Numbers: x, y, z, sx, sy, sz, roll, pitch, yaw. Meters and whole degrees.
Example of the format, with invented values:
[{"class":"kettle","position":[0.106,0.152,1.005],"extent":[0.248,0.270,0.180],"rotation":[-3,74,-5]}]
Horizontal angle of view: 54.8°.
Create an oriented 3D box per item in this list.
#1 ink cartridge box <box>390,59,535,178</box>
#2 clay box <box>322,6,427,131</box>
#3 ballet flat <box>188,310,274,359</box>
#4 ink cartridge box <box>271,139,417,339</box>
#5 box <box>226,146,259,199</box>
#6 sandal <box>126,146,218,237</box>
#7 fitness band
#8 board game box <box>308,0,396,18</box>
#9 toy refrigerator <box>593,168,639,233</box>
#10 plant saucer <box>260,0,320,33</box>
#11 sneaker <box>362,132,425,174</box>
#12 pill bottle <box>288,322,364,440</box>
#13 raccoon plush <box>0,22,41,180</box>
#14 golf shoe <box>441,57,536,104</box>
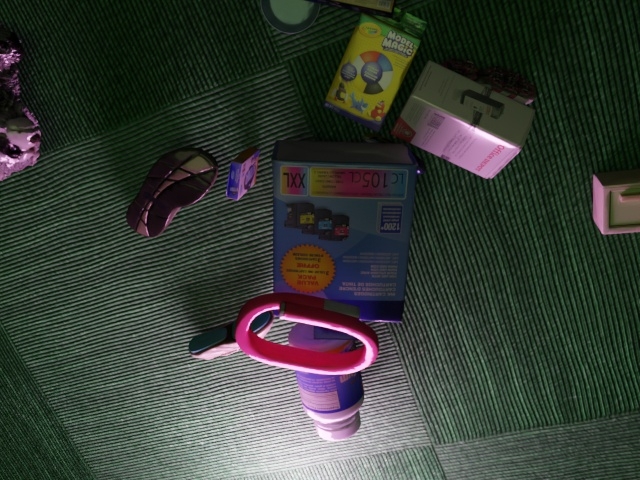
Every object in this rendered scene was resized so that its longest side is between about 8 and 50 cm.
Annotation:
[{"class":"ink cartridge box","position":[0.262,-0.220,1.156],"extent":[0.217,0.158,0.092],"rotation":[27,73,0]},{"class":"clay box","position":[0.105,-0.340,1.199],"extent":[0.127,0.053,0.222],"rotation":[25,116,1]},{"class":"ballet flat","position":[-0.204,0.236,1.503],"extent":[0.248,0.086,0.086],"rotation":[-20,108,20]},{"class":"ink cartridge box","position":[0.040,0.010,1.238],"extent":[0.269,0.151,0.396],"rotation":[2,116,1]},{"class":"box","position":[-0.163,-0.140,1.292],"extent":[0.028,0.136,0.081],"rotation":[13,115,5]},{"class":"sandal","position":[-0.335,-0.116,1.373],"extent":[0.120,0.086,0.302],"rotation":[44,129,-15]},{"class":"fitness band","position":[-0.026,0.193,1.233],"extent":[0.290,0.054,0.209],"rotation":[14,136,-10]},{"class":"board game box","position":[0.031,-0.514,1.121],"extent":[0.243,0.042,0.165],"rotation":[14,98,6]},{"class":"toy refrigerator","position":[0.672,-0.081,1.175],"extent":[0.269,0.094,0.102],"rotation":[-4,112,13]},{"class":"plant saucer","position":[-0.057,-0.464,1.196],"extent":[0.119,0.021,0.119],"rotation":[4,114,9]},{"class":"sneaker","position":[0.146,-0.166,1.268],"extent":[0.144,0.053,0.059],"rotation":[28,115,8]},{"class":"pill bottle","position":[0.021,0.324,1.446],"extent":[0.152,0.152,0.272],"rotation":[-6,112,14]},{"class":"raccoon plush","position":[-0.783,-0.324,1.359],"extent":[0.446,0.216,0.299],"rotation":[32,134,29]},{"class":"golf shoe","position":[0.314,-0.288,1.181],"extent":[0.186,0.067,0.086],"rotation":[16,139,6]}]
